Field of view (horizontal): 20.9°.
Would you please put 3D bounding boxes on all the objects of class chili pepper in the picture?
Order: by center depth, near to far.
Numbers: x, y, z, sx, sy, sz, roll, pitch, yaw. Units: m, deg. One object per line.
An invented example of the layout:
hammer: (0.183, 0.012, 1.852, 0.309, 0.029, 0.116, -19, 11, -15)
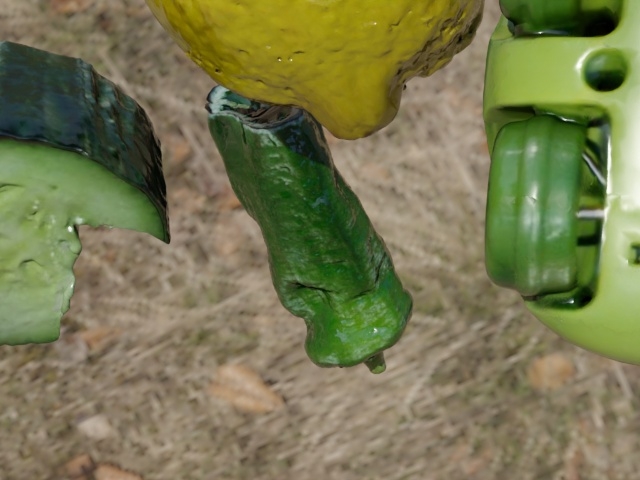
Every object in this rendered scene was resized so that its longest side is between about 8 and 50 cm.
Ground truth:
chili pepper: (0.000, 0.000, 1.397, 0.099, 0.136, 0.270, -35, 117, -28)

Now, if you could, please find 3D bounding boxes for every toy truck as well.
toy truck: (0.136, -0.036, 0.633, 0.210, 0.148, 0.187, 69, 26, -66)

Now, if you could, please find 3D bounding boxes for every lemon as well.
lemon: (-0.011, -0.218, 1.125, 0.245, 0.245, 0.320, -9, 81, -52)

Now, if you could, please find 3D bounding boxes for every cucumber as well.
cucumber: (-0.210, -0.030, 1.179, 0.191, 0.191, 0.130, 42, 20, -24)
